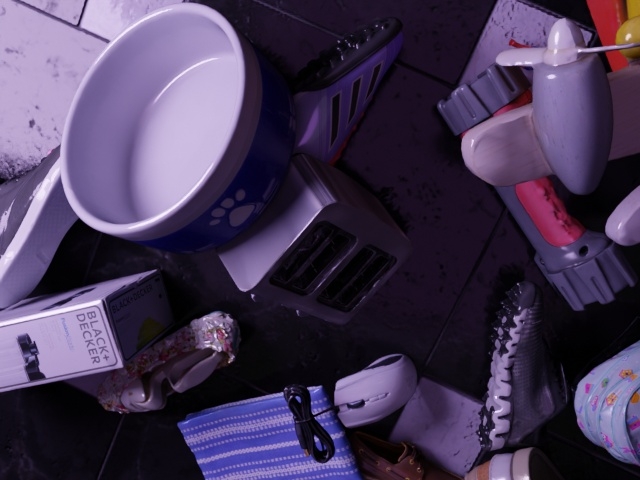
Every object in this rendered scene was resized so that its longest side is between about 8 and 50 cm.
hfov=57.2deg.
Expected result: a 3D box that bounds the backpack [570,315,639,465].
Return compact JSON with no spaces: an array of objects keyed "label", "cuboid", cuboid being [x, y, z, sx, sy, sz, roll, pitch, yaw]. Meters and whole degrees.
[{"label":"backpack","cuboid":[0.396,0.183,0.697,0.182,0.115,0.151,-26,90,-7]}]

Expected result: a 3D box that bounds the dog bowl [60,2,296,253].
[{"label":"dog bowl","cuboid":[-0.162,-0.121,0.661,0.265,0.104,0.264,-9,70,27]}]

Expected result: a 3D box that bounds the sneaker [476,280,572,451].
[{"label":"sneaker","cuboid":[0.269,0.164,0.745,0.106,0.078,0.234,6,104,3]}]

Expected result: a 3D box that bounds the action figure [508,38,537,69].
[{"label":"action figure","cuboid":[0.278,-0.210,0.701,0.115,0.030,0.038,16,107,-1]}]

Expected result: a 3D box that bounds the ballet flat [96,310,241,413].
[{"label":"ballet flat","cuboid":[-0.210,0.181,0.797,0.241,0.077,0.091,-35,131,12]}]

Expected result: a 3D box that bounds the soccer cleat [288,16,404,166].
[{"label":"soccer cleat","cuboid":[-0.008,-0.136,0.723,0.318,0.108,0.116,-42,112,11]}]

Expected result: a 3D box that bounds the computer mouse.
[{"label":"computer mouse","cuboid":[0.053,0.199,0.743,0.193,0.042,0.105,-19,94,-26]}]

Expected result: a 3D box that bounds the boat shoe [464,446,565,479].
[{"label":"boat shoe","cuboid":[0.303,0.399,0.772,0.103,0.113,0.302,-27,101,35]}]

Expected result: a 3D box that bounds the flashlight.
[{"label":"flashlight","cuboid":[0.261,-0.064,0.692,0.103,0.103,0.304,-35,93,9]}]

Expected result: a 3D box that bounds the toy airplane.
[{"label":"toy airplane","cuboid":[0.370,-0.167,0.556,0.385,0.272,0.385,25,90,-7]}]

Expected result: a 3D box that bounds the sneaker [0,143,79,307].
[{"label":"sneaker","cuboid":[-0.390,-0.071,0.773,0.147,0.104,0.295,36,95,12]}]

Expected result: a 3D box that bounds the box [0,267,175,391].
[{"label":"box","cuboid":[-0.361,0.123,0.769,0.290,0.169,0.087,-13,98,8]}]

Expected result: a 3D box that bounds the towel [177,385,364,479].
[{"label":"towel","cuboid":[-0.041,0.374,0.811,0.243,0.040,0.335,-18,97,24]}]

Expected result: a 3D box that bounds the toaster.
[{"label":"toaster","cuboid":[0.000,0.000,0.695,0.168,0.110,0.185,27,111,-43]}]

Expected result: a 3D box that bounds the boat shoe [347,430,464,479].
[{"label":"boat shoe","cuboid":[0.115,0.308,0.793,0.178,0.064,0.060,16,103,7]}]
